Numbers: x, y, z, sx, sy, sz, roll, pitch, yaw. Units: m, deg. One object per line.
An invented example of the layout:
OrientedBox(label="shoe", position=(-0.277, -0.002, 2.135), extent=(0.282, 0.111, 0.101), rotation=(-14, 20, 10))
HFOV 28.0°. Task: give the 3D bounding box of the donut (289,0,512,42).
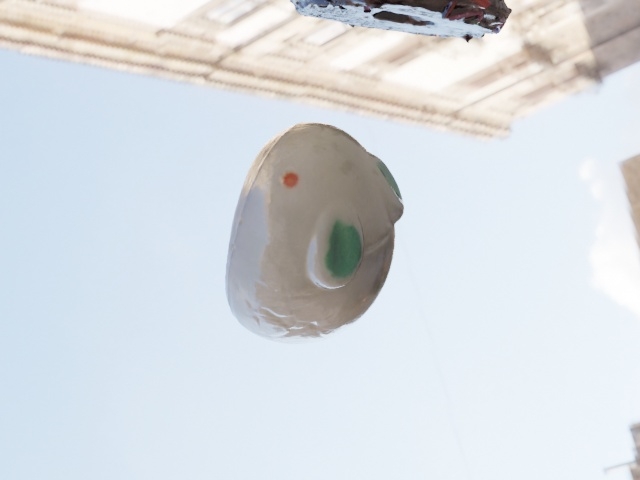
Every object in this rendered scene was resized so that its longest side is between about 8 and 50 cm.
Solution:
OrientedBox(label="donut", position=(0.086, -0.290, 1.443), extent=(0.269, 0.269, 0.103), rotation=(0, -82, -57))

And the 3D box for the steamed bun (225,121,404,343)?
OrientedBox(label="steamed bun", position=(0.000, 0.000, 1.191), extent=(0.177, 0.130, 0.228), rotation=(-50, -25, -43))
